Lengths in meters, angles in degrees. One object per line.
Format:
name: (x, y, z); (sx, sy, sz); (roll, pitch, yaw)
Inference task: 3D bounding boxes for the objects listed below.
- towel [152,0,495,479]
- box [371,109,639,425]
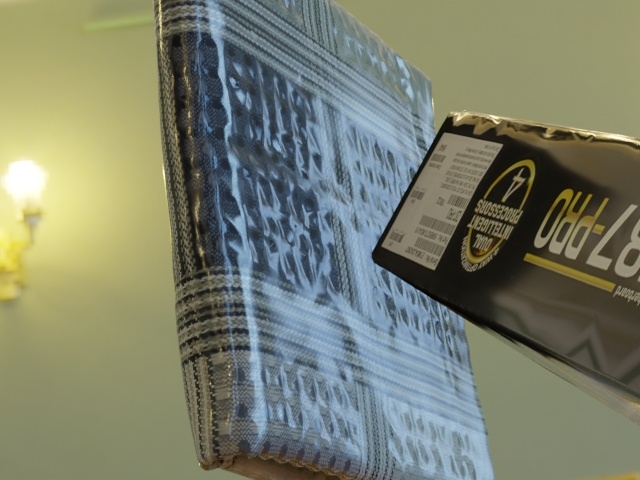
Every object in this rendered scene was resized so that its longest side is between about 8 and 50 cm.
towel: (0.000, 0.000, 0.996); (0.056, 0.312, 0.324); (-17, -21, 24)
box: (0.215, 0.071, 0.667); (0.318, 0.097, 0.395); (29, -1, -16)
